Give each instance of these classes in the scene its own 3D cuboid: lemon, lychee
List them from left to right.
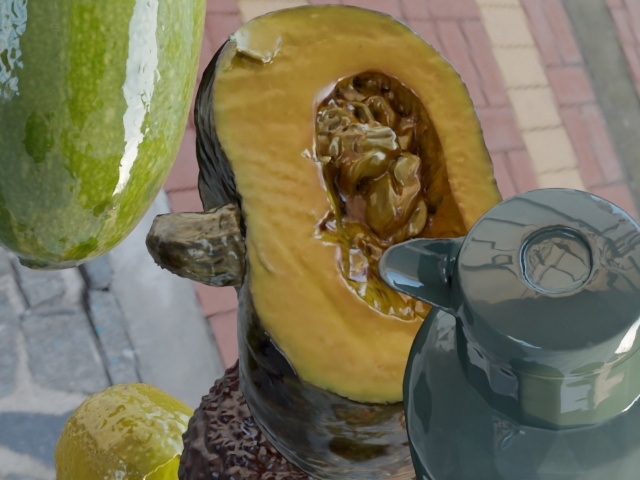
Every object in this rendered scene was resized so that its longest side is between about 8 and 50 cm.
[{"bbox_3d":[-0.200,0.247,1.399,0.193,0.180,0.180,38,43,9],"label":"lemon"},{"bbox_3d":[0.006,0.208,1.135,0.261,0.261,0.260,20,59,-39],"label":"lychee"}]

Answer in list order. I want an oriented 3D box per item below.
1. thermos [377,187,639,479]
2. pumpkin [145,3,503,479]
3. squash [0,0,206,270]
[{"bbox_3d":[0.125,0.087,0.597,0.286,0.182,0.144,77,26,-58],"label":"thermos"},{"bbox_3d":[0.000,0.000,0.836,0.222,0.139,0.317,-5,70,-14],"label":"pumpkin"},{"bbox_3d":[-0.250,-0.129,1.239,0.310,0.310,0.308,2,83,-45],"label":"squash"}]
